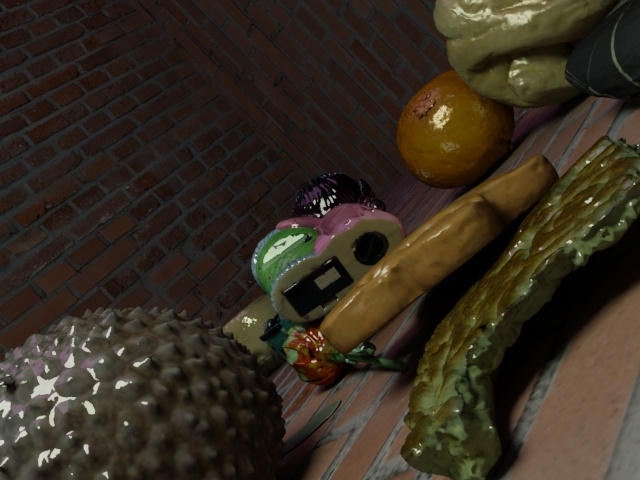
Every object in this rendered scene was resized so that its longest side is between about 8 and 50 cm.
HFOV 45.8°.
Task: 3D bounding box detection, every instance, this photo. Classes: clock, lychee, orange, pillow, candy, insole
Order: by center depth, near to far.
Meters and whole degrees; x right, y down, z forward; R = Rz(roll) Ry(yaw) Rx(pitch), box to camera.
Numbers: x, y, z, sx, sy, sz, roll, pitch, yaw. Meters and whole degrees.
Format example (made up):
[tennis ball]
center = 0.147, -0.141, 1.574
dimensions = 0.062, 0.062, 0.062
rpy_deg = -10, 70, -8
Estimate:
[lychee]
center = -0.180, 0.193, 0.704
dimensions = 0.300, 0.300, 0.300
rpy_deg = -45, 2, 2
[pillow]
center = 0.359, -0.219, 0.744
dimensions = 0.161, 0.092, 0.335
rpy_deg = -41, 2, -5
[candy]
center = 0.029, 0.126, 0.845
dimensions = 0.078, 0.084, 0.287
rpy_deg = -40, 8, -18
[insole]
center = -0.029, 0.222, 0.849
dimensions = 0.152, 0.002, 0.053
rpy_deg = -44, 2, 30
[clock]
center = 0.000, 0.000, 0.974
dimensions = 0.194, 0.100, 0.195
rpy_deg = -32, 27, 3
[orange]
center = 0.236, -0.193, 1.326
dimensions = 0.219, 0.193, 0.219
rpy_deg = -34, -25, -18

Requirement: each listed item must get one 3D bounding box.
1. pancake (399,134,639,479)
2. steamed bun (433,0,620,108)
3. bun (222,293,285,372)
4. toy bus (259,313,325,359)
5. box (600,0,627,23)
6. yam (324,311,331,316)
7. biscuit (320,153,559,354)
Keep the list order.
[pancake]
center = 0.161, 0.018, 0.514
dimensions = 0.376, 0.054, 0.197
rpy_deg = -48, -3, -34
[steamed bun]
center = 0.372, -0.364, 1.160
dimensions = 0.372, 0.230, 0.325
rpy_deg = -15, -51, -34
[bun]
center = -0.113, 0.194, 1.506
dimensions = 0.178, 0.128, 0.193
rpy_deg = -45, -9, 9
[toy bus]
center = -0.033, 0.139, 1.409
dimensions = 0.079, 0.092, 0.160
rpy_deg = -40, 11, 47
[box]
center = 0.546, -0.408, 0.924
dimensions = 0.367, 0.090, 0.373
rpy_deg = -47, 4, -31
[yam]
center = 0.028, 0.069, 1.213
dimensions = 0.133, 0.133, 0.330
rpy_deg = -45, -2, -12
[biscuit]
center = 0.122, 0.004, 0.760
dimensions = 0.275, 0.052, 0.355
rpy_deg = -42, -6, 28
